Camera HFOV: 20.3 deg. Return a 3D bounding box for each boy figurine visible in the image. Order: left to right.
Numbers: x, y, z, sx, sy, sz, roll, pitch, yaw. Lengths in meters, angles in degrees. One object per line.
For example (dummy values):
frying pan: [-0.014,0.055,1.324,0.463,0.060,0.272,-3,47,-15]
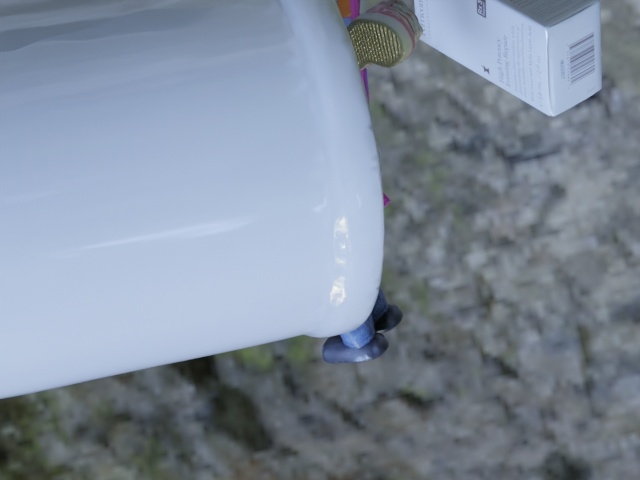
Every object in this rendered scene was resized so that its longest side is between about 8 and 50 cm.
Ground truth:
boy figurine: [0.000,0.000,1.935,0.285,0.092,0.177,65,-148,-28]

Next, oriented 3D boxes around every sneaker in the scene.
sneaker: [0.060,-0.180,1.513,0.051,0.070,0.134,57,163,-9]

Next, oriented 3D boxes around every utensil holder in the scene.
utensil holder: [-0.188,-0.046,1.391,0.327,0.385,0.328,167,90,-74]

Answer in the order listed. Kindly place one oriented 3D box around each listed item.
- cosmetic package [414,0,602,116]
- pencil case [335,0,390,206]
cosmetic package: [0.199,-0.239,1.940,0.231,0.085,0.117,35,144,43]
pencil case: [0.006,-0.145,1.719,0.104,0.104,0.236,-72,-26,-69]
